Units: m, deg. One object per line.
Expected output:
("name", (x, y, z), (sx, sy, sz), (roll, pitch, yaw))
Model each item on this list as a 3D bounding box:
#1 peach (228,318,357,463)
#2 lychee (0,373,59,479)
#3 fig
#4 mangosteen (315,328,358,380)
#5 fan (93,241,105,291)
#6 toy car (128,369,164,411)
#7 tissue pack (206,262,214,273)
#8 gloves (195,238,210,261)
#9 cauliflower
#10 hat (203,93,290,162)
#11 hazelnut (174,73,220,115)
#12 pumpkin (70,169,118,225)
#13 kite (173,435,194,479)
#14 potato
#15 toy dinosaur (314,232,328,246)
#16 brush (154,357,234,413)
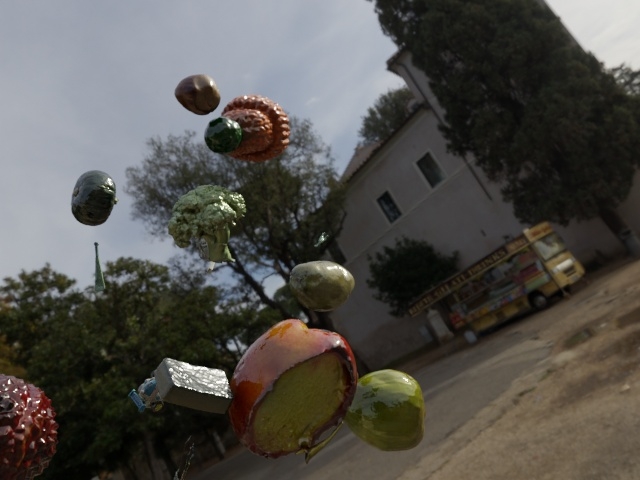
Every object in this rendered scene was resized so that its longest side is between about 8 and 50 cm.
("peach", (-0.085, 0.414, 1.556), (0.405, 0.335, 0.310), (-56, 27, 4))
("lychee", (-1.056, 0.628, 1.667), (0.500, 0.424, 0.425), (-16, -3, 38))
("fig", (0.255, 0.687, 2.156), (0.344, 0.343, 0.343), (-28, -14, -8))
("mangosteen", (-0.015, 0.609, 2.477), (0.381, 0.380, 0.421), (-30, 29, -2))
("fan", (-0.854, 0.100, 2.052), (0.038, 0.193, 0.016), (-6, -7, -6))
("toy car", (-0.657, 0.580, 2.077), (0.161, 0.126, 0.098), (-56, -30, 10))
("tissue pack", (-0.564, 0.120, 2.783), (0.056, 0.023, 0.108), (-53, 18, 47))
("gloves", (-0.564, 0.035, 2.655), (0.114, 0.153, 0.070), (-25, -8, -1))
("cauliflower", (-0.405, -0.058, 1.889), (0.261, 0.280, 0.327), (2, -2, -34))
("hat", (-0.275, -0.426, 1.976), (0.285, 0.285, 0.400), (-33, 2, 9))
("hazelnut", (-0.421, -0.498, 1.820), (0.154, 0.143, 0.143), (-6, -27, -48))
("pumpkin", (-0.821, -0.156, 1.946), (0.212, 0.211, 0.152), (-38, -35, 29))
("kite", (-0.493, 0.833, 1.839), (0.015, 0.309, 0.169), (19, -10, -25))
("potato", (0.005, 0.213, 2.486), (0.221, 0.243, 0.326), (-28, -15, 38))
("toy dinosaur", (0.000, 0.000, 1.928), (0.062, 0.021, 0.083), (-47, 10, -4))
("brush", (-0.324, 0.374, 1.379), (0.197, 0.123, 0.059), (25, -78, -36))
